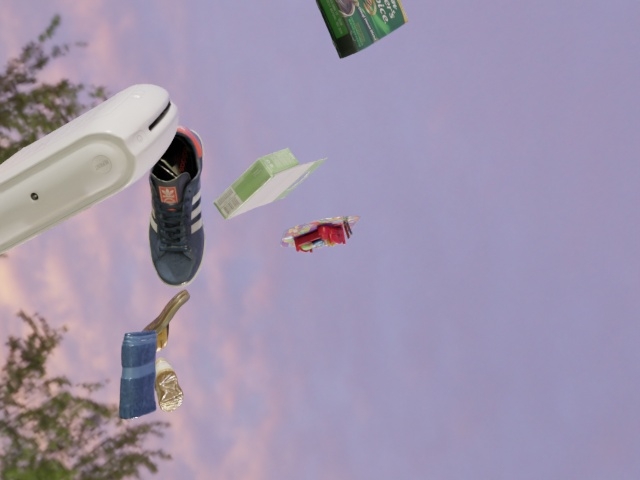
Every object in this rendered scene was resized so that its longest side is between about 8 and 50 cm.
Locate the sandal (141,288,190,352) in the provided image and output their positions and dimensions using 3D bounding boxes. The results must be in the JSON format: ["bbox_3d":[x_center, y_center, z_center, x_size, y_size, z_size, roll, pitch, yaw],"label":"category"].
[{"bbox_3d":[-0.291,0.168,1.428,0.049,0.180,0.072,41,0,-15],"label":"sandal"}]

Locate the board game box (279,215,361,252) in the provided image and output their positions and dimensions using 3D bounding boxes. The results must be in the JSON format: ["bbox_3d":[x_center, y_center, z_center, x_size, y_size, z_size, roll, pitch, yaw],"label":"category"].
[{"bbox_3d":[0.000,0.000,1.360,0.169,0.133,0.033,119,-40,-73],"label":"board game box"}]

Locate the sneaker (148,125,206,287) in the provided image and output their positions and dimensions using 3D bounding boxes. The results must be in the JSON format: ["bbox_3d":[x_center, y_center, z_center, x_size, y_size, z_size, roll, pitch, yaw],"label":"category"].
[{"bbox_3d":[-0.314,-0.075,1.664,0.148,0.131,0.350,91,-2,-87],"label":"sneaker"}]

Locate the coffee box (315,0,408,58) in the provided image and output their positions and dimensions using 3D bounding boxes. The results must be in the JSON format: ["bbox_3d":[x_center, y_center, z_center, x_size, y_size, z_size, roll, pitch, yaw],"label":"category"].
[{"bbox_3d":[0.065,-0.360,1.202,0.040,0.184,0.113,-13,-72,38],"label":"coffee box"}]

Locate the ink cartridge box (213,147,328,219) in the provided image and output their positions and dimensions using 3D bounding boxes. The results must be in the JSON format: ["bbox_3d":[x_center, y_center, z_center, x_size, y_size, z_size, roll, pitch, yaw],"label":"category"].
[{"bbox_3d":[-0.107,-0.135,1.733,0.171,0.235,0.056,-40,-95,34],"label":"ink cartridge box"}]

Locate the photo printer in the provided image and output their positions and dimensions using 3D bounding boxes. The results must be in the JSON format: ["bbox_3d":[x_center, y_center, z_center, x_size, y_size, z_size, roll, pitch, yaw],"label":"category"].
[{"bbox_3d":[-0.356,-0.120,1.171,0.307,0.256,0.107,-26,-68,15],"label":"photo printer"}]

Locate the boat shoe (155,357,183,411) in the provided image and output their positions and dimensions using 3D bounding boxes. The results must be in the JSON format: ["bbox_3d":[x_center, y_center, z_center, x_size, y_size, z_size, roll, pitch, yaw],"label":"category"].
[{"bbox_3d":[-0.363,0.340,1.852,0.170,0.062,0.059,96,-27,-43],"label":"boat shoe"}]

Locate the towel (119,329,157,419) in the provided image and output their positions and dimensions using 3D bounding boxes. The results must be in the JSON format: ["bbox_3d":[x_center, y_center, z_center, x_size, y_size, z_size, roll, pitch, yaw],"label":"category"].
[{"bbox_3d":[-0.252,0.186,1.086,0.029,0.067,0.120,3,-90,19],"label":"towel"}]
